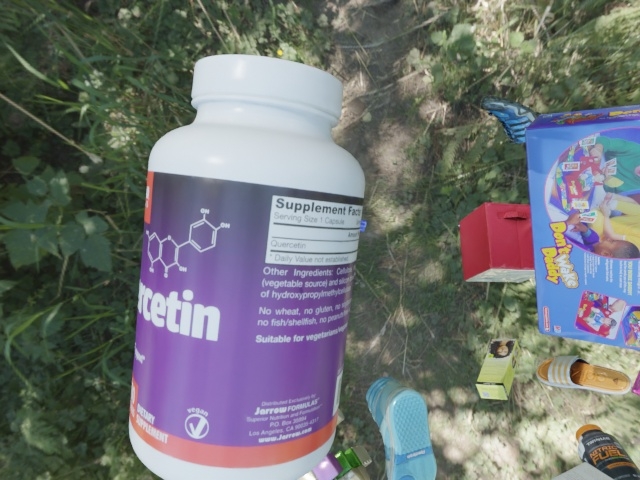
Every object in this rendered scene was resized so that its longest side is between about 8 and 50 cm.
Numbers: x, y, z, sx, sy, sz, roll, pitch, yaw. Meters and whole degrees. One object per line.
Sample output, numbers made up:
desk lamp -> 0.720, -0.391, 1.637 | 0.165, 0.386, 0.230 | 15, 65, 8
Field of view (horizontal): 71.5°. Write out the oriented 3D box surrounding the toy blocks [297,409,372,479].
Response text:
toy blocks -> -0.023, 0.557, 0.950 | 0.260, 0.288, 0.309 | -41, 62, 4

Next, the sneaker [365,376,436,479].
sneaker -> 0.203, 0.513, 1.178 | 0.127, 0.208, 0.319 | -3, 95, -14

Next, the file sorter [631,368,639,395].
file sorter -> 1.154, 0.377, 1.397 | 0.202, 0.182, 0.291 | 23, 74, 37

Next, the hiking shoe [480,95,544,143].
hiking shoe -> 0.681, -0.402, 1.545 | 0.304, 0.113, 0.132 | 19, 114, -11

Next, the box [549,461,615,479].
box -> 0.491, 0.537, 0.852 | 0.170, 0.091, 0.130 | -18, 97, -14

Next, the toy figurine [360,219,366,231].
toy figurine -> -0.026, -0.060, 0.946 | 0.217, 0.362, 0.191 | 14, 103, 54

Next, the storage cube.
storage cube -> 0.536, 0.013, 1.307 | 0.183, 0.215, 0.193 | 2, 73, -5

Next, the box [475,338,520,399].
box -> 0.581, 0.411, 1.445 | 0.087, 0.232, 0.058 | -11, 111, 37

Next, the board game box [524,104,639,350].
board game box -> 0.431, -0.008, 0.625 | 0.233, 0.078, 0.347 | 5, 120, 40

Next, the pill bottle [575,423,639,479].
pill bottle -> 0.892, 0.692, 1.377 | 0.130, 0.246, 0.130 | 1, 112, 2

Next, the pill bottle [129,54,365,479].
pill bottle -> -0.060, 0.024, 0.387 | 0.181, 0.181, 0.323 | 8, 96, 17

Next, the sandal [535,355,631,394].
sandal -> 0.802, 0.404, 1.378 | 0.265, 0.076, 0.102 | -5, 49, 47
